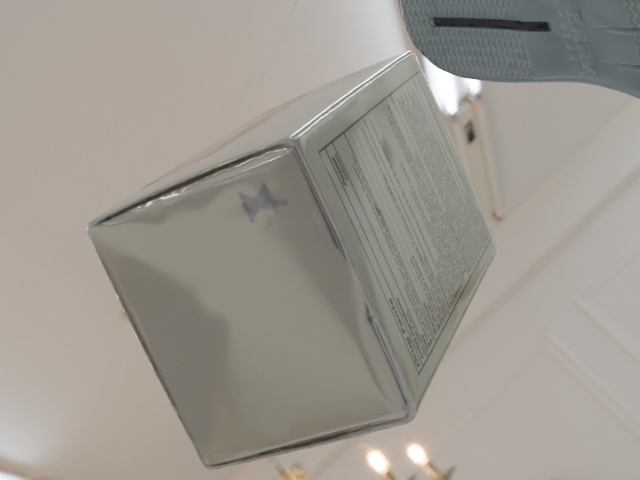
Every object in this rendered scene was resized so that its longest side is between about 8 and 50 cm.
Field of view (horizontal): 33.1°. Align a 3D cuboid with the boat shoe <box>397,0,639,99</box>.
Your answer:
[{"bbox_3d":[0.131,-0.094,0.392,0.076,0.226,0.083,-44,-45,-26],"label":"boat shoe"}]

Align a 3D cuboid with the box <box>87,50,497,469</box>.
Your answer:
[{"bbox_3d":[0.000,0.000,0.613,0.126,0.149,0.232,-19,12,25],"label":"box"}]
